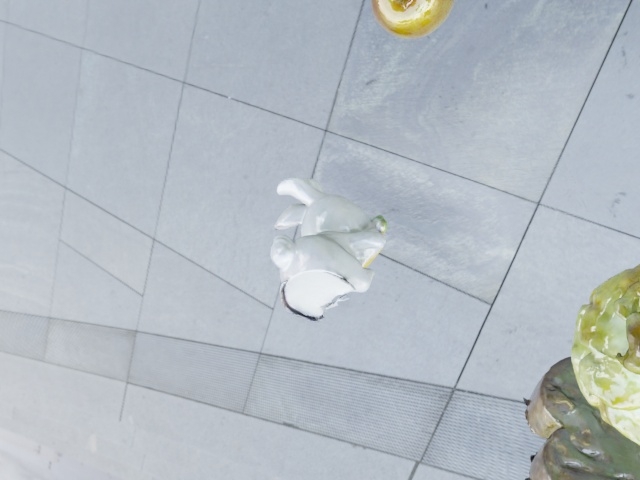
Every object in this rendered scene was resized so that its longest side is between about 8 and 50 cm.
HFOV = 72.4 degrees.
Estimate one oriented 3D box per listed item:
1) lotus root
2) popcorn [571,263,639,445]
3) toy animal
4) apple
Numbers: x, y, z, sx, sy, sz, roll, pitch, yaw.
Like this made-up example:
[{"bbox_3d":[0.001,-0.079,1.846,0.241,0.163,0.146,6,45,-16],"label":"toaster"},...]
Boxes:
[{"bbox_3d":[0.561,0.401,0.786,0.375,0.390,0.111,9,131,1],"label":"lotus root"},{"bbox_3d":[0.356,0.107,0.395,0.221,0.204,0.183,5,138,36],"label":"popcorn"},{"bbox_3d":[0.006,0.003,0.942,0.247,0.309,0.182,11,137,-3],"label":"toy animal"},{"bbox_3d":[0.110,-0.300,0.517,0.099,0.102,0.114,7,131,15],"label":"apple"}]
